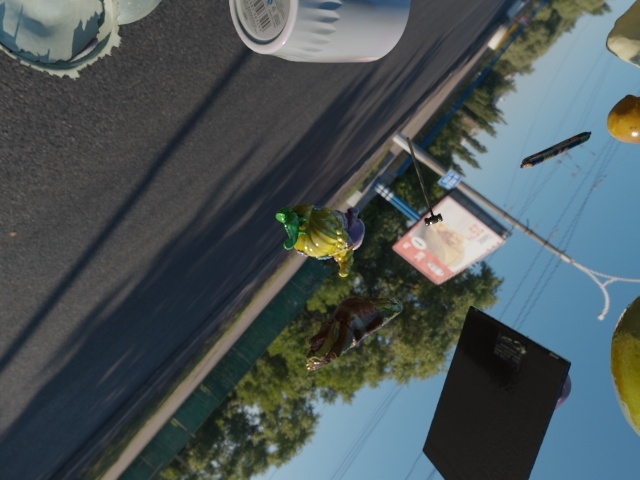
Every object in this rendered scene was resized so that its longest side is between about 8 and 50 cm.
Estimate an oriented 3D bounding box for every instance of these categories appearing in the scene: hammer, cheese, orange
[{"bbox_3d":[0.322,-0.190,1.485,0.058,0.292,0.029,-18,-174,11],"label":"hammer"},{"bbox_3d":[0.753,-0.433,1.009,0.251,0.248,0.173,-44,-139,0],"label":"cheese"},{"bbox_3d":[0.884,-0.341,1.283,0.154,0.155,0.134,-48,135,-43],"label":"orange"}]

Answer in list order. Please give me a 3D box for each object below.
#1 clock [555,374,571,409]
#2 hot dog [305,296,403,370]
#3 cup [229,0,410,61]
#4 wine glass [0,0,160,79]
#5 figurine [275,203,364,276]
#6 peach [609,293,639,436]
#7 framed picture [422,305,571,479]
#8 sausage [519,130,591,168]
[{"bbox_3d":[0.448,0.318,0.957,0.152,0.050,0.110,-53,-160,24],"label":"clock"},{"bbox_3d":[0.065,0.177,1.007,0.261,0.093,0.123,-26,167,-33],"label":"hot dog"},{"bbox_3d":[0.007,-0.520,1.021,0.371,0.253,0.253,-26,160,-44],"label":"cup"},{"bbox_3d":[-0.264,-0.308,0.542,0.143,0.143,0.321,-52,-155,28],"label":"wine glass"},{"bbox_3d":[0.000,0.000,0.727,0.095,0.115,0.156,-17,165,37],"label":"figurine"},{"bbox_3d":[0.650,0.220,0.781,0.314,0.281,0.315,-69,153,-62],"label":"peach"},{"bbox_3d":[0.303,0.320,0.853,0.255,0.014,0.338,-145,-111,-68],"label":"framed picture"},{"bbox_3d":[0.514,-0.198,1.011,0.198,0.025,0.028,-25,-177,-13],"label":"sausage"}]
